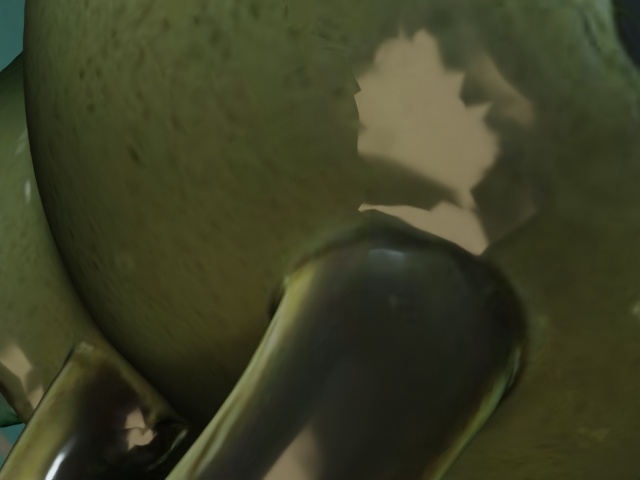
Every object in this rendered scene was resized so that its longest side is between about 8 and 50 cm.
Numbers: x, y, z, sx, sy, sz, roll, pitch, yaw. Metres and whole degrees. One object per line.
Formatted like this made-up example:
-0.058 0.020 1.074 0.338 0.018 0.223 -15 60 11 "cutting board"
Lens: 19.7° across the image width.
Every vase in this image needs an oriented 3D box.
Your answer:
0.000 0.000 0.478 0.241 0.329 0.302 40 144 -15 "vase"

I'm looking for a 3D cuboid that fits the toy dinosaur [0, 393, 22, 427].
-0.094 0.011 0.746 0.383 0.076 0.129 -14 112 20 "toy dinosaur"
